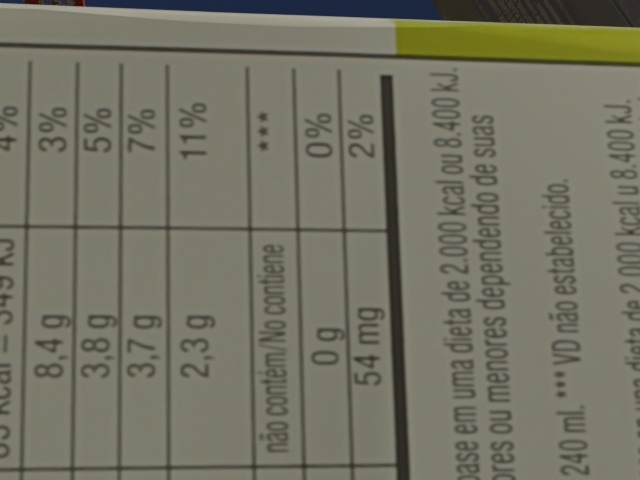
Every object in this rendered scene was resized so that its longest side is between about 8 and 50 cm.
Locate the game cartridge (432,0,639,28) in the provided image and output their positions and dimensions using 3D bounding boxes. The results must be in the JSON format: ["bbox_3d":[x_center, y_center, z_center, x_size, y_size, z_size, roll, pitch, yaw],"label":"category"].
[{"bbox_3d":[0.194,-0.236,1.315,0.230,0.068,0.355,-60,-139,39],"label":"game cartridge"}]

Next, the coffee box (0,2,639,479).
[{"bbox_3d":[-0.013,0.149,0.450,0.334,0.337,0.338,0,-104,-9],"label":"coffee box"}]

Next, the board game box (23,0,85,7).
[{"bbox_3d":[-0.308,-0.337,1.726,0.064,0.316,0.242,-9,-147,-9],"label":"board game box"}]
